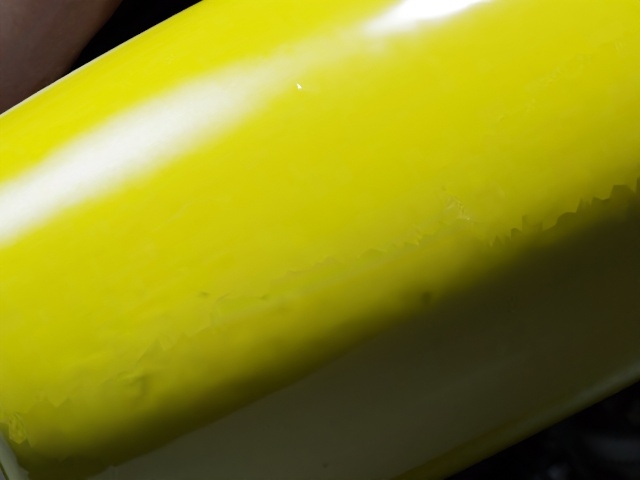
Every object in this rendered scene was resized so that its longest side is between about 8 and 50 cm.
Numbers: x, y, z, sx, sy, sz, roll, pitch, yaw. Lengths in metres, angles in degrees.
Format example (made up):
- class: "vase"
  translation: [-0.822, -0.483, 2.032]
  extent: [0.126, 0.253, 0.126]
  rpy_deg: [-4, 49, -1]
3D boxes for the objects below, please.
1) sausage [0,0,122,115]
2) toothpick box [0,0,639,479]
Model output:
- class: "sausage"
  translation: [-0.150, -0.121, 0.775]
  extent: [0.076, 0.197, 0.076]
  rpy_deg: [32, 30, -21]
- class: "toothpick box"
  translation: [0.000, 0.000, 0.480]
  extent: [0.175, 0.271, 0.175]
  rpy_deg: [55, -18, 28]
